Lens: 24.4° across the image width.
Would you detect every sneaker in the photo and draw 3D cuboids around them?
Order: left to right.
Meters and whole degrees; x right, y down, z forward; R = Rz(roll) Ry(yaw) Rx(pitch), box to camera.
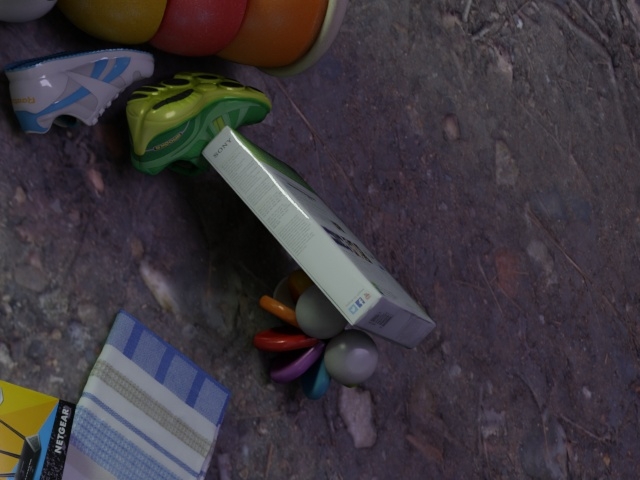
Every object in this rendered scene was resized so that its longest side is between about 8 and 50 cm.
[{"bbox_3d":[-0.297,-0.191,1.850,0.228,0.087,0.092,-21,107,-48],"label":"sneaker"},{"bbox_3d":[-0.171,-0.154,1.971,0.295,0.109,0.124,-23,130,-58],"label":"sneaker"}]

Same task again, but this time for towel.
[{"bbox_3d":[-0.221,0.251,1.802,0.209,0.034,0.285,41,47,-28],"label":"towel"}]

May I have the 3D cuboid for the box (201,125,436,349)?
[{"bbox_3d":[0.000,0.000,1.939,0.322,0.058,0.232,50,8,24],"label":"box"}]

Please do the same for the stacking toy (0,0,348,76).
[{"bbox_3d":[-0.231,-0.360,1.876,0.479,0.350,0.351,-11,84,-30],"label":"stacking toy"}]

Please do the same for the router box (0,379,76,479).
[{"bbox_3d":[-0.352,0.250,1.630,0.133,0.046,0.179,22,60,-28],"label":"router box"}]

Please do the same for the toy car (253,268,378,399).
[{"bbox_3d":[-0.018,0.136,2.003,0.136,0.159,0.182,-35,105,-13],"label":"toy car"}]
